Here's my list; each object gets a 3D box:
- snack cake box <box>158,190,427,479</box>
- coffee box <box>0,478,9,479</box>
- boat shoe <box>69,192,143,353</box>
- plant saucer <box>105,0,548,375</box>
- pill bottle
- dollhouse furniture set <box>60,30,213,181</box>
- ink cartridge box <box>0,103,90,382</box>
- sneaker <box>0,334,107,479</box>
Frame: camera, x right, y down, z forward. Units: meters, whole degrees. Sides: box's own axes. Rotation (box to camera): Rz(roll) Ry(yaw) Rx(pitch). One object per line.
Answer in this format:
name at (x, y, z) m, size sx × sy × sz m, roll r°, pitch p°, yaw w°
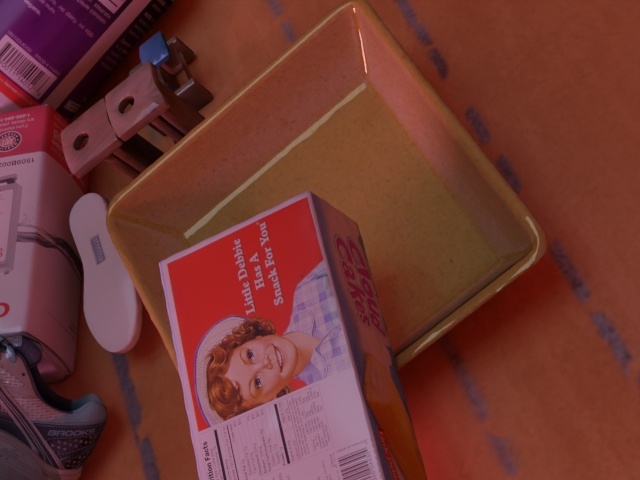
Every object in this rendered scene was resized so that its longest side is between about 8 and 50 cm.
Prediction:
snack cake box at (-0.024, 0.113, 0.930) m, size 0.152 × 0.089 × 0.264 m, roll -25°, pitch 61°, yaw 21°
coffee box at (-0.402, 0.294, 1.086) m, size 0.297 × 0.119 × 0.168 m, roll 8°, pitch 62°, yaw 18°
boat shoe at (-0.213, 0.038, 1.218) m, size 0.066 × 0.063 × 0.184 m, roll -35°, pitch 59°, yaw 15°
plant saucer at (0.000, 0.000, 1.060) m, size 0.333 × 0.081 × 0.333 m, roll -39°, pitch 57°, yaw 11°
pill bottle at (-0.289, -0.285, 1.372) m, size 0.323 × 0.181 × 0.181 m, roll -48°, pitch 48°, yaw 2°
dollhouse furniture set at (-0.199, -0.140, 1.263) m, size 0.129 × 0.129 × 0.184 m, roll -35°, pitch 51°, yaw 14°
ink cartridge box at (-0.372, 0.012, 1.279) m, size 0.207 × 0.117 × 0.283 m, roll -9°, pitch 59°, yaw 11°
sneaker at (-0.332, 0.127, 1.133) m, size 0.122 × 0.283 × 0.110 m, roll -53°, pitch 15°, yaw 3°
